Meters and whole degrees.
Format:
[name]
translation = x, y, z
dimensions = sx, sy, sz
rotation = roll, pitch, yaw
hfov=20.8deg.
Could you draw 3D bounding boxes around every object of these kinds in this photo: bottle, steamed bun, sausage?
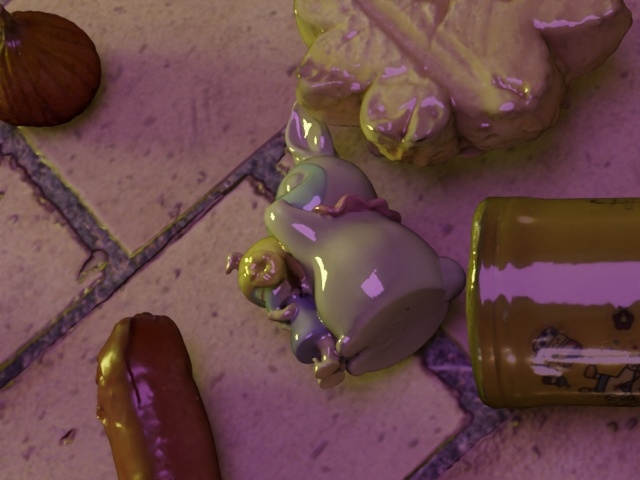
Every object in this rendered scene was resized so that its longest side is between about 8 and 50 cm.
[bottle]
translation = 0.297, 0.051, 1.356
dimensions = 0.351, 0.171, 0.171
rotation = 1, 68, 14
[steamed bun]
translation = 0.127, -0.184, 1.521
dimensions = 0.292, 0.137, 0.295
rotation = -4, 61, 14
[sausage]
translation = -0.115, 0.254, 1.419
dimensions = 0.094, 0.094, 0.419
rotation = -31, 59, 30

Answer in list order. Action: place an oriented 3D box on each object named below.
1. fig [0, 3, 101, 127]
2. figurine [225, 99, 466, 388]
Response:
[fig]
translation = -0.262, -0.160, 1.613
dimensions = 0.119, 0.153, 0.119
rotation = 1, 87, -9
[figurine]
translation = 0.000, 0.000, 1.487
dimensions = 0.155, 0.127, 0.235
rotation = -41, 56, 5
